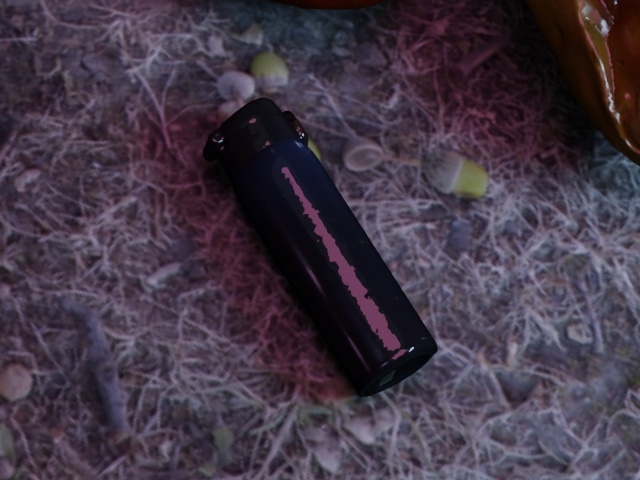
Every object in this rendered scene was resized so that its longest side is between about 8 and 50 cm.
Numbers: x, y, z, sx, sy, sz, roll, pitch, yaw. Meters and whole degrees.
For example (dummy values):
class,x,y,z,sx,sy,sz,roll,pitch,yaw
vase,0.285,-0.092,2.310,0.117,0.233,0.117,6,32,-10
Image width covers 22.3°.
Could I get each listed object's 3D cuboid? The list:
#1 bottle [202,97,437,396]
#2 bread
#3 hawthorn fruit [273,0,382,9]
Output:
class,x,y,z,sx,sy,sz,roll,pitch,yaw
bottle,0.000,0.000,1.251,0.082,0.072,0.244,-27,73,-24
bread,0.243,-0.216,1.334,0.195,0.149,0.344,3,60,-52
hawthorn fruit,0.017,-0.278,1.314,0.253,0.205,0.205,21,64,-9
